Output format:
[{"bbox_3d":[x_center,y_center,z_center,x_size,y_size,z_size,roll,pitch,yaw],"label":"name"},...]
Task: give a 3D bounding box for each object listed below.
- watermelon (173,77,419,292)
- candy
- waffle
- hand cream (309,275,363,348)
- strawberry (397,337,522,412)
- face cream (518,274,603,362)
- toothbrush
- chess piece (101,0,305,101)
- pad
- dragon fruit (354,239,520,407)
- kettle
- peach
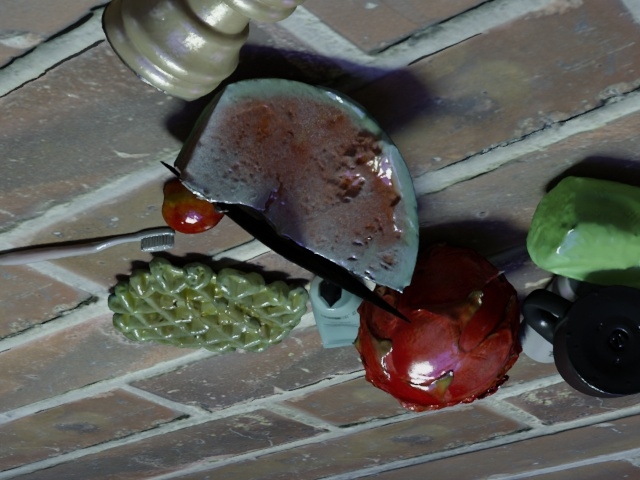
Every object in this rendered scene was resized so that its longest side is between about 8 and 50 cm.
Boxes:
[{"bbox_3d":[-0.012,-0.063,1.455,0.305,0.180,0.224,27,147,-13],"label":"watermelon"},{"bbox_3d":[0.448,0.007,1.659,0.343,0.132,0.142,13,167,-23],"label":"candy"},{"bbox_3d":[-0.180,0.113,1.958,0.309,0.056,0.292,10,151,-21],"label":"waffle"},{"bbox_3d":[0.038,0.129,1.994,0.109,0.067,0.321,-4,157,7],"label":"hand cream"},{"bbox_3d":[0.216,0.218,1.961,0.190,0.236,0.111,9,126,48],"label":"strawberry"},{"bbox_3d":[0.386,0.090,1.867,0.092,0.092,0.311,5,152,-8],"label":"face cream"},{"bbox_3d":[-0.353,0.017,1.800,0.307,0.030,0.025,-8,159,16],"label":"toothbrush"},{"bbox_3d":[-0.062,-0.257,1.187,0.307,0.124,0.139,-29,110,38],"label":"chess piece"},{"bbox_3d":[0.000,0.001,1.561,0.063,0.315,0.375,-55,146,5],"label":"pad"},{"bbox_3d":[0.169,0.124,1.788,0.252,0.241,0.241,-22,150,2],"label":"dragon fruit"},{"bbox_3d":[0.368,0.140,1.706,0.202,0.144,0.232,30,170,6],"label":"kettle"},{"bbox_3d":[-0.169,-0.039,1.654,0.098,0.061,0.098,4,147,2],"label":"peach"}]
